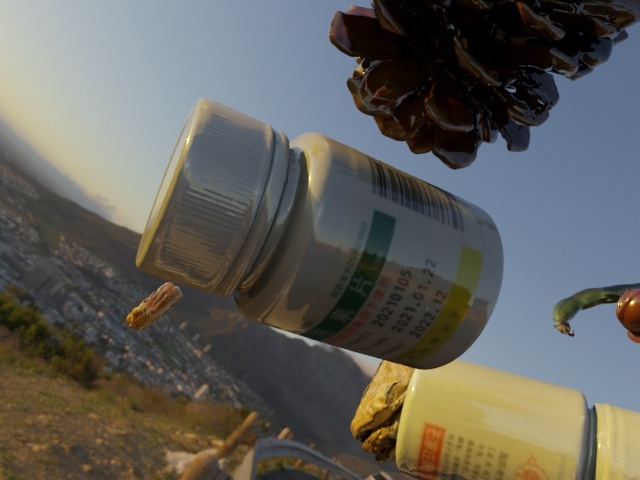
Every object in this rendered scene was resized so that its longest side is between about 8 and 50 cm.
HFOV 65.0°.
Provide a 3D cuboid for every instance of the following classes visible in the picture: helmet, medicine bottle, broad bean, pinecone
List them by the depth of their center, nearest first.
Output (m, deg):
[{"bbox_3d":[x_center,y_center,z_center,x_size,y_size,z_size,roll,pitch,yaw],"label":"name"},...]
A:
[{"bbox_3d":[0.000,0.000,0.538,0.340,0.208,0.208,20,-6,-21],"label":"medicine bottle"},{"bbox_3d":[0.219,-0.298,0.630,0.384,0.384,0.384,40,-15,13],"label":"pinecone"},{"bbox_3d":[0.323,0.323,0.791,0.372,0.211,0.211,11,-28,23],"label":"medicine bottle"},{"bbox_3d":[0.608,0.137,0.976,0.057,0.111,0.089,24,-2,-3],"label":"helmet"},{"bbox_3d":[0.655,0.145,1.152,0.144,0.292,0.049,-114,-174,-75],"label":"broad bean"}]

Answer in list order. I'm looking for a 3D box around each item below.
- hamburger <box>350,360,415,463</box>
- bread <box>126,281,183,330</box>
[{"bbox_3d":[0.180,0.356,1.131,0.145,0.283,0.259,37,-29,6],"label":"hamburger"},{"bbox_3d":[-0.306,0.123,0.925,0.044,0.111,0.083,51,-46,-6],"label":"bread"}]
